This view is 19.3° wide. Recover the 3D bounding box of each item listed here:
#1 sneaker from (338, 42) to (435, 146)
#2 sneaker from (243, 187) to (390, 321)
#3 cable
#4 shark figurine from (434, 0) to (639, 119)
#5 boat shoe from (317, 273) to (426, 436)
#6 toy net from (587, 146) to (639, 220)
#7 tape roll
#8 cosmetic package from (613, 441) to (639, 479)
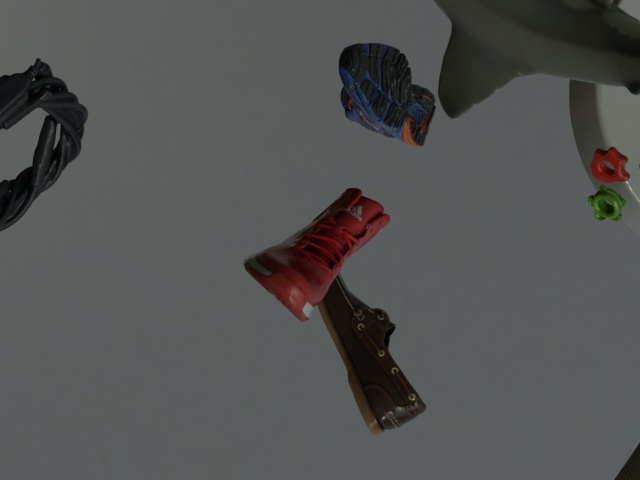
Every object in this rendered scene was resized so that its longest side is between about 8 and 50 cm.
[{"bbox_3d":[0.057,-0.158,2.077,0.087,0.221,0.083,10,-104,21],"label":"sneaker"},{"bbox_3d":[0.000,0.000,1.841,0.128,0.087,0.221,-47,-174,6],"label":"sneaker"},{"bbox_3d":[-0.284,-0.069,1.639,0.047,0.150,0.184,38,-103,25],"label":"cable"},{"bbox_3d":[0.122,-0.109,1.060,0.116,0.166,0.278,-47,-130,-9],"label":"shark figurine"},{"bbox_3d":[0.053,0.112,2.090,0.073,0.073,0.207,-28,-107,11],"label":"boat shoe"},{"bbox_3d":[0.317,-0.090,1.720,0.045,0.122,0.232,-48,156,-36],"label":"toy net"},{"bbox_3d":[0.487,-0.164,2.316,0.072,0.392,0.392,-17,-132,66],"label":"tape roll"},{"bbox_3d":[0.384,0.274,1.773,0.099,0.239,0.060,-60,-160,22],"label":"cosmetic package"}]
